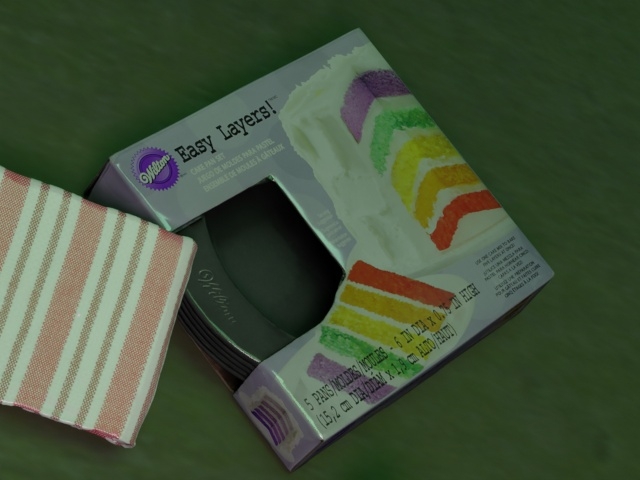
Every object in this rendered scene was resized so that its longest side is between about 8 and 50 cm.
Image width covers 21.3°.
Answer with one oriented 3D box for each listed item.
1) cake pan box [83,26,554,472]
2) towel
[{"bbox_3d":[0.000,0.000,1.208,0.267,0.070,0.246,-30,77,-35],"label":"cake pan box"},{"bbox_3d":[-0.188,0.034,1.078,0.197,0.029,0.144,20,76,-11],"label":"towel"}]
